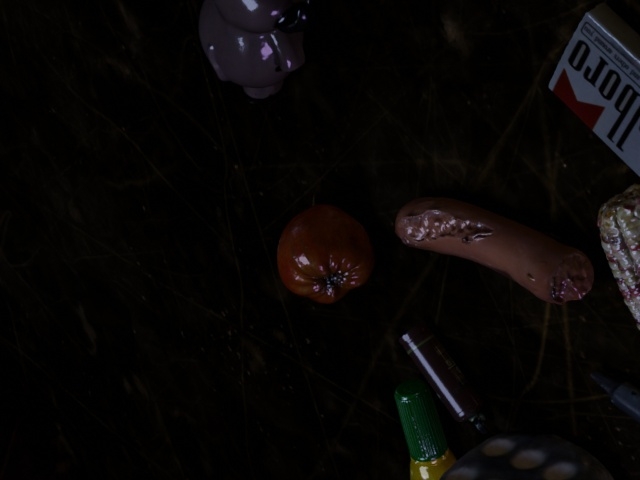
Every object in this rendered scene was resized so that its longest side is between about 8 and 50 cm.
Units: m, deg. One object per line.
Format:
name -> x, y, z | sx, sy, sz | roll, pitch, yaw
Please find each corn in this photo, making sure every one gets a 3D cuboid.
corn -> 0.336, 0.055, 1.506 | 0.079, 0.079, 0.237 | 3, 124, 57

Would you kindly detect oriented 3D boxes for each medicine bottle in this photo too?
medicine bottle -> 0.150, 0.299, 2.049 | 0.095, 0.064, 0.260 | 18, 132, 50

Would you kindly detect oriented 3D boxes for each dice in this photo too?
dice -> 0.246, 0.343, 1.816 | 0.182, 0.181, 0.183 | 17, 134, 50

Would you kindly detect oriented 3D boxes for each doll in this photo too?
doll -> -0.073, -0.262, 1.780 | 0.182, 0.117, 0.257 | 45, 150, 19

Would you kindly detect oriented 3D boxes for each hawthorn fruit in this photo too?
hawthorn fruit -> -0.002, 0.013, 1.942 | 0.140, 0.125, 0.125 | 46, 150, 17

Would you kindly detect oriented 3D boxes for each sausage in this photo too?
sausage -> 0.182, 0.003, 1.692 | 0.304, 0.078, 0.078 | 25, 138, 48

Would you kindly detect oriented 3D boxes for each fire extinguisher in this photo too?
fire extinguisher -> 0.158, 0.174, 1.934 | 0.158, 0.043, 0.064 | 55, -178, 6

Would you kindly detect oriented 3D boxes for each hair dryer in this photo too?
hair dryer -> 0.366, 0.209, 1.645 | 0.195, 0.050, 0.173 | 28, 139, 49

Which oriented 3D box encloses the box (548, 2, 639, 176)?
box -> 0.296, -0.122, 1.424 | 0.177, 0.036, 0.115 | 48, 150, 17
